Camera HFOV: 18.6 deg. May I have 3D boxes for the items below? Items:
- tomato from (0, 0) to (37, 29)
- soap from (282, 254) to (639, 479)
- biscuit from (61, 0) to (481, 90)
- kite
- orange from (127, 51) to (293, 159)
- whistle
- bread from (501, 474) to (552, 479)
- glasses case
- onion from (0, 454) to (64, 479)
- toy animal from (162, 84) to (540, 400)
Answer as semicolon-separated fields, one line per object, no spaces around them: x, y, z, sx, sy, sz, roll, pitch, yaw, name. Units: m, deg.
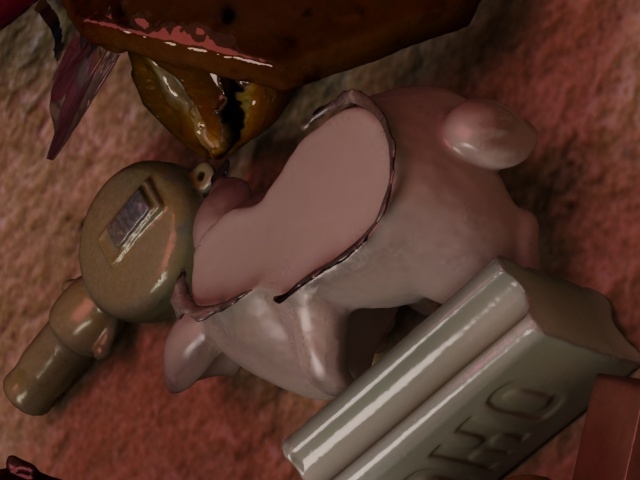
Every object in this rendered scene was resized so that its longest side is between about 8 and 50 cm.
-0.296;-0.264;1.631;0.335;0.289;0.176;-27;103;20;tomato
0.086;0.101;1.207;0.198;0.119;0.066;-43;51;26;soap
-0.033;-0.241;1.334;0.359;0.046;0.359;-2;52;3;biscuit
-0.169;-0.190;1.514;0.204;0.022;0.360;-58;21;13;kite
-0.077;-0.133;1.431;0.112;0.160;0.170;-23;53;-9;orange
-0.162;0.034;1.502;0.258;0.067;0.126;-50;48;23;whistle
0.066;0.212;1.149;0.098;0.147;0.217;70;157;14;bread
0.181;0.177;1.144;0.102;0.070;0.193;-174;97;-75;glasses case
-0.210;0.343;1.318;0.385;0.348;0.347;101;153;-52;onion
0.002;0.005;1.298;0.325;0.154;0.208;-6;66;47;toy animal
